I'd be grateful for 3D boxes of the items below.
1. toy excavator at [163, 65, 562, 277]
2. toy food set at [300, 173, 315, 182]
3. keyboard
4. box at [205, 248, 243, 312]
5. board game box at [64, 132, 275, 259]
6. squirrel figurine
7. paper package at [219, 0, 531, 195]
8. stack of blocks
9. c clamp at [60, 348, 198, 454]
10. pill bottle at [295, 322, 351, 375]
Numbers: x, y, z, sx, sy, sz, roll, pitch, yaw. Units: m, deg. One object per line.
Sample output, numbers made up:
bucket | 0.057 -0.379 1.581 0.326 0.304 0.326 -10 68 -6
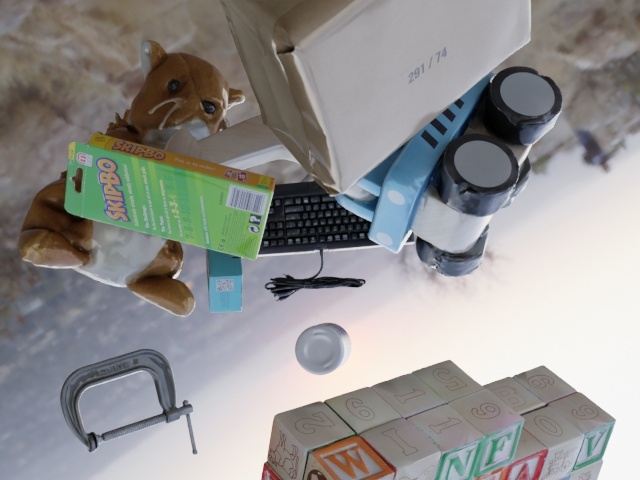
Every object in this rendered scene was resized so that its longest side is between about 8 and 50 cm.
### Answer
toy excavator | 0.057 -0.122 1.555 0.433 0.445 0.222 -54 166 -29
toy food set | 0.027 -0.103 1.920 0.122 0.019 0.078 20 131 -28
keyboard | 0.000 0.000 1.821 0.317 0.202 0.033 -5 -171 4
box | -0.182 0.009 1.986 0.060 0.244 0.100 -2 136 -8
board game box | -0.196 -0.057 1.382 0.039 0.259 0.124 -83 -173 -48
squirrel figurine | -0.286 -0.126 1.707 0.370 0.281 0.397 -65 -157 4
paper package | 0.070 -0.262 1.227 0.325 0.168 0.309 -39 154 -10
stack of blocks | 0.096 0.189 0.848 0.297 0.087 0.171 -11 125 -35
c clamp | -0.218 0.197 1.244 0.160 0.137 0.022 -8 -176 -32
pill bottle | 0.012 0.241 2.433 0.112 0.112 0.186 -34 173 7
